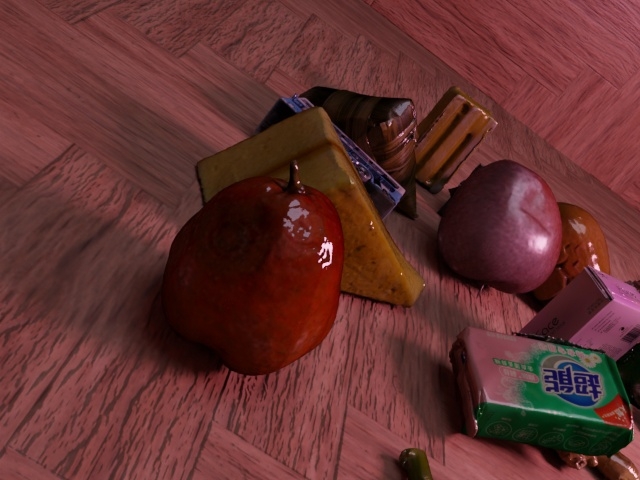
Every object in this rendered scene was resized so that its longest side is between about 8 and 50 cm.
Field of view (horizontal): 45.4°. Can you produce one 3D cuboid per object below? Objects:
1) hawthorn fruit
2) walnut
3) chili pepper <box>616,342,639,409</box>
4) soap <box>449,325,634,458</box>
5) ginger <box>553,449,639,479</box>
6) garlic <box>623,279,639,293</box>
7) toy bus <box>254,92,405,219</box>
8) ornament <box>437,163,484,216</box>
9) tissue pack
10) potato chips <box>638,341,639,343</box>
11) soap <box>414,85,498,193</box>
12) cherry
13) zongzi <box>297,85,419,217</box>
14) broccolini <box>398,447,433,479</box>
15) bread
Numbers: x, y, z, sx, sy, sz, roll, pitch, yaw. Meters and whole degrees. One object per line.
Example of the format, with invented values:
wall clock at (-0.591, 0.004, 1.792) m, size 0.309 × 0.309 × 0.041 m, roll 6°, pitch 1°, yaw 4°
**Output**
hawthorn fruit at (-0.066, 0.025, 0.909) m, size 0.224 × 0.261 × 0.224 m, roll 26°, pitch 25°, yaw -13°
walnut at (0.549, 0.058, 1.708) m, size 0.203 × 0.203 × 0.298 m, roll -18°, pitch 84°, yaw -60°
chili pepper at (0.700, 0.277, 1.652) m, size 0.148 × 0.116 × 0.264 m, roll 30°, pitch 21°, yaw 17°
soap at (0.337, 0.241, 1.196) m, size 0.273 × 0.098 × 0.218 m, roll 12°, pitch 43°, yaw -11°
ginger at (0.445, 0.352, 1.284) m, size 0.214 × 0.059 × 0.133 m, roll 41°, pitch 19°, yaw 2°
garlic at (0.878, 0.192, 1.983) m, size 0.191 × 0.160 × 0.214 m, roll 26°, pitch 26°, yaw -15°
toy bus at (0.022, -0.149, 1.476) m, size 0.297 × 0.106 × 0.131 m, roll 44°, pitch 24°, yaw 5°
ornament at (0.384, -0.098, 1.838) m, size 0.166 × 0.153 × 0.196 m, roll 40°, pitch 17°, yaw -1°
tissue pack at (0.450, 0.172, 1.356) m, size 0.148 × 0.246 × 0.092 m, roll 22°, pitch 31°, yaw -32°
potato chips at (0.714, 0.210, 1.850) m, size 0.208 × 0.062 × 0.195 m, roll 9°, pitch 34°, yaw -44°
soap at (0.295, -0.238, 1.822) m, size 0.135 × 0.233 × 0.076 m, roll 31°, pitch 21°, yaw -19°
cherry at (0.373, -0.024, 1.564) m, size 0.261 × 0.307 × 0.221 m, roll 21°, pitch -13°, yaw -28°
zongzi at (0.088, -0.186, 1.637) m, size 0.286 × 0.288 × 0.134 m, roll 22°, pitch 56°, yaw 38°
broccolini at (0.095, 0.365, 0.829) m, size 0.074 × 0.079 × 0.392 m, roll 24°, pitch 21°, yaw -8°
bread at (0.000, 0.000, 1.268) m, size 0.362 × 0.245 × 0.233 m, roll 58°, pitch 8°, yaw -41°
